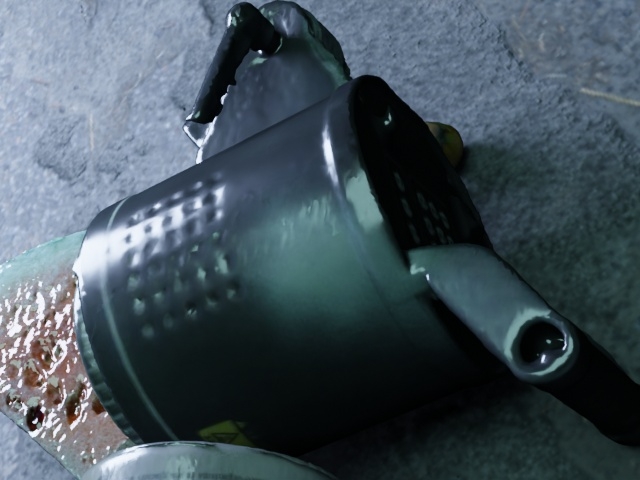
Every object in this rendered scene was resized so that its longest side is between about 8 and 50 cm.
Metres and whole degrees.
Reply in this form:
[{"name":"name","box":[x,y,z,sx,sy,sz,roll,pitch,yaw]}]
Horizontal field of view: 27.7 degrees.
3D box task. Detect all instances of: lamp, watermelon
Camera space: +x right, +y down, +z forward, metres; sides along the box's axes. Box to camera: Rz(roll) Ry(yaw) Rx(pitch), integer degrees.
[{"name":"lamp","box":[-0.015,0.041,0.823,0.272,0.205,0.374,-42,55,11]},{"name":"watermelon","box":[-0.183,0.110,0.986,0.154,0.094,0.241,-37,50,-2]}]

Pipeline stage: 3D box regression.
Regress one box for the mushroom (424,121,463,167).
[{"name":"mushroom","box":[-0.027,0.001,0.967,0.306,0.043,0.068,-28,32,19]}]

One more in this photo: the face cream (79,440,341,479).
[{"name":"face cream","box":[-0.067,0.218,0.769,0.177,0.177,0.152,-13,57,28]}]
